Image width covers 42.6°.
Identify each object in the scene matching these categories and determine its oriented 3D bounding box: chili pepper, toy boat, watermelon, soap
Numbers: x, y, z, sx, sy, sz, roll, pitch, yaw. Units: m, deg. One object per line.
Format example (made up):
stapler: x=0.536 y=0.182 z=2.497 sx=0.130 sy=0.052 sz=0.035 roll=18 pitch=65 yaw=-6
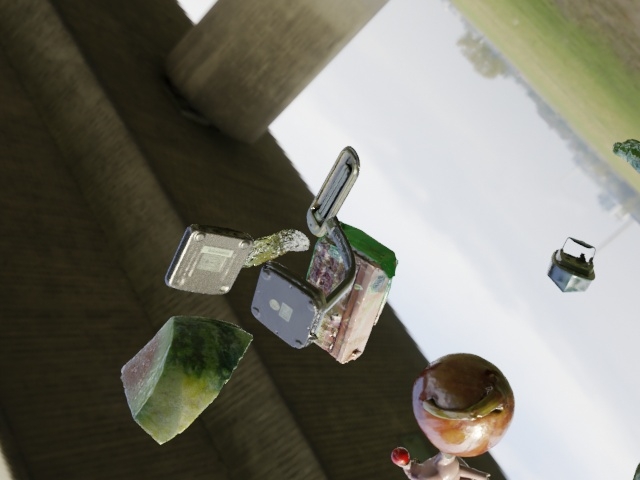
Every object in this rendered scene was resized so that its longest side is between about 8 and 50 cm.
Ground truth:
chili pepper: x=0.644 y=-0.140 z=1.601 sx=0.059 sy=0.088 sz=0.227 roll=30 pitch=-168 yaw=-36
toy boat: x=0.504 y=0.055 z=1.643 sx=0.093 sy=0.103 sz=0.246 roll=24 pitch=-168 yaw=14
watermelon: x=-0.283 y=0.295 z=1.728 sx=0.193 sy=0.232 sz=0.310 roll=43 pitch=-124 yaw=-31
soap: x=0.042 y=0.111 z=1.740 sx=0.218 sy=0.273 sz=0.098 roll=34 pitch=-147 yaw=27

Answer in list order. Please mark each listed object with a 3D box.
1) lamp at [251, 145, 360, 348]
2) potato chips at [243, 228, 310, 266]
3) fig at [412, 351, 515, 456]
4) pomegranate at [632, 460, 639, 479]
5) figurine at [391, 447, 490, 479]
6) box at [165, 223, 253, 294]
lamp: x=0.007 y=0.001 z=1.240 sx=0.125 sy=0.203 sz=0.283 roll=23 pitch=-137 yaw=6
potato chips: x=-0.131 y=0.024 z=1.925 sx=0.142 sy=0.209 sz=0.026 roll=104 pitch=158 yaw=-59
fig: x=0.267 y=0.301 z=1.511 sx=0.205 sy=0.205 sz=0.205 roll=41 pitch=-162 yaw=-17
pomegranate: x=0.524 y=0.355 z=1.127 sx=0.205 sy=0.159 sz=0.159 roll=11 pitch=-149 yaw=-19
figurine: x=0.298 y=0.573 z=2.003 sx=0.287 sy=0.176 sz=0.186 roll=51 pitch=177 yaw=-35
box: x=-0.186 y=0.036 z=1.378 sx=0.126 sy=0.125 sz=0.027 roll=10 pitch=-154 yaw=-39
